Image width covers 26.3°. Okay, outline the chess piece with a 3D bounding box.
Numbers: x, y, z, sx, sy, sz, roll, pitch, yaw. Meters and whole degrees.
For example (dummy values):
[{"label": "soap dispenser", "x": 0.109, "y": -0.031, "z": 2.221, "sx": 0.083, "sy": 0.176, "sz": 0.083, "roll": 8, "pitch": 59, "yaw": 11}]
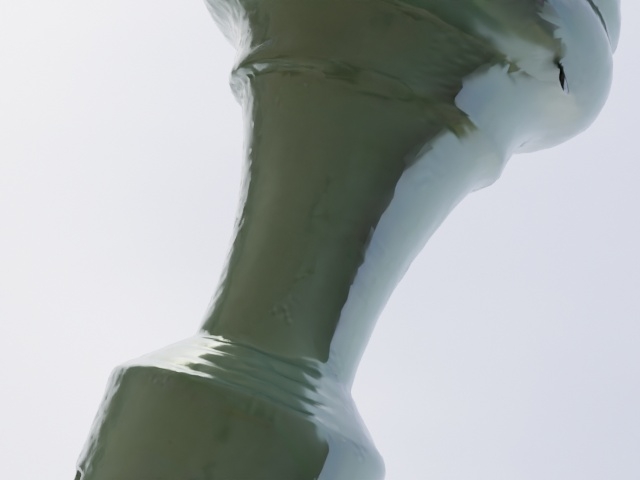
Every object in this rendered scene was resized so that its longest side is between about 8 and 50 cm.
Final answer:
[{"label": "chess piece", "x": 0.000, "y": 0.000, "z": 0.591, "sx": 0.195, "sy": 0.194, "sz": 0.299, "roll": 12, "pitch": -108, "yaw": 29}]
